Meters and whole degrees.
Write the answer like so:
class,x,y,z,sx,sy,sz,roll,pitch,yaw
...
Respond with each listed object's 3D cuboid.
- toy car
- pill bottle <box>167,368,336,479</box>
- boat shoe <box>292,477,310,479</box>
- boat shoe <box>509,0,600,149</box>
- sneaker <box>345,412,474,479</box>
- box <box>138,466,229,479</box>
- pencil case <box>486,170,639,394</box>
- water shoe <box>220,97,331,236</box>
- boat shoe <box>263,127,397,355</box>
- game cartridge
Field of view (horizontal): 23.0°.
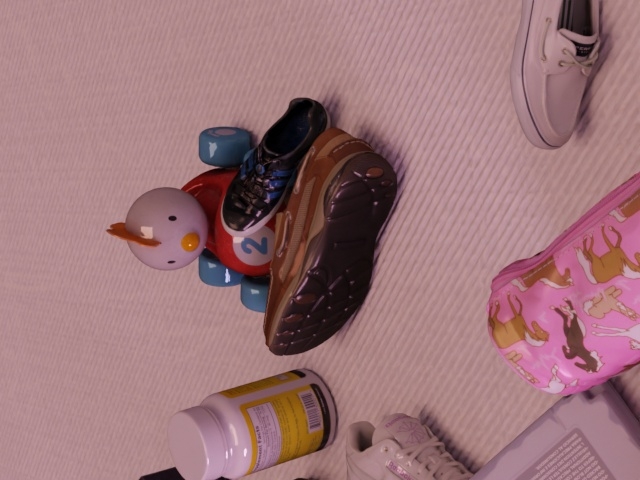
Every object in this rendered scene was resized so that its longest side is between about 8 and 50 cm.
class,x,y,z,sx,sy,sz,roll,pitch,yaw
toy car,-0.169,-0.014,2.118,0.210,0.238,0.219,27,123,47
pill bottle,-0.093,0.253,2.127,0.119,0.208,0.119,22,118,50
boat shoe,-0.006,0.494,2.210,0.112,0.095,0.335,-5,103,19
boat shoe,0.246,-0.203,1.611,0.076,0.083,0.226,13,110,53
sneaker,0.121,0.296,1.925,0.305,0.114,0.152,5,106,54
box,-0.187,0.490,2.393,0.270,0.143,0.165,62,140,21
pencil case,0.314,0.019,1.527,0.386,0.160,0.167,-46,64,51
water shoe,-0.069,-0.099,2.004,0.073,0.080,0.203,35,90,21
boat shoe,0.000,0.000,2.008,0.120,0.122,0.324,53,132,39
game cartridge,0.256,0.308,1.715,0.294,0.060,0.196,-46,58,25
